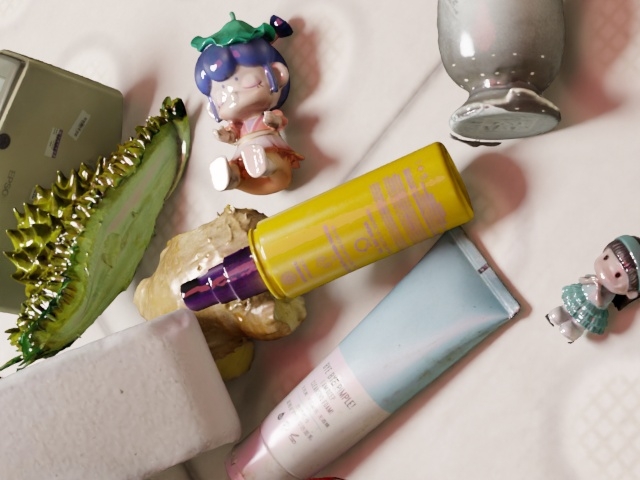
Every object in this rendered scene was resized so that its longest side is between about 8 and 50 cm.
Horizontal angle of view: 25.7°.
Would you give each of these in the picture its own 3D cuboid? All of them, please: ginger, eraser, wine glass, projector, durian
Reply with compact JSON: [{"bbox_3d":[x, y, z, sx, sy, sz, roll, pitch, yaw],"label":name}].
[{"bbox_3d":[-0.093,0.047,1.372,0.216,0.102,0.157,-33,68,28],"label":"ginger"},{"bbox_3d":[-0.267,0.194,1.366,0.331,0.331,0.150,-27,86,32],"label":"eraser"},{"bbox_3d":[0.156,-0.192,1.218,0.111,0.111,0.204,-8,76,38],"label":"wine glass"},{"bbox_3d":[-0.316,-0.056,1.519,0.088,0.193,0.269,22,93,40],"label":"projector"},{"bbox_3d":[-0.248,0.002,1.457,0.106,0.132,0.375,3,56,47],"label":"durian"}]

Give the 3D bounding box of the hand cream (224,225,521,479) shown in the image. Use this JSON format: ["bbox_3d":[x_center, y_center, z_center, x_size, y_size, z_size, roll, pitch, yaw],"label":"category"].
[{"bbox_3d":[0.042,0.122,1.282,0.312,0.070,0.111,-42,55,15],"label":"hand cream"}]

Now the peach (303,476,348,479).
[{"bbox_3d":[0.027,0.276,1.201,0.092,0.127,0.172,-47,58,17],"label":"peach"}]

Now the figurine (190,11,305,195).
[{"bbox_3d":[-0.078,-0.134,1.408,0.111,0.102,0.195,-16,72,23],"label":"figurine"}]

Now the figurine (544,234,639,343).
[{"bbox_3d":[0.234,0.043,1.141,0.106,0.047,0.060,-46,46,24],"label":"figurine"}]

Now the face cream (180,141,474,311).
[{"bbox_3d":[0.000,0.000,1.265,0.273,0.078,0.078,-24,63,10],"label":"face cream"}]
